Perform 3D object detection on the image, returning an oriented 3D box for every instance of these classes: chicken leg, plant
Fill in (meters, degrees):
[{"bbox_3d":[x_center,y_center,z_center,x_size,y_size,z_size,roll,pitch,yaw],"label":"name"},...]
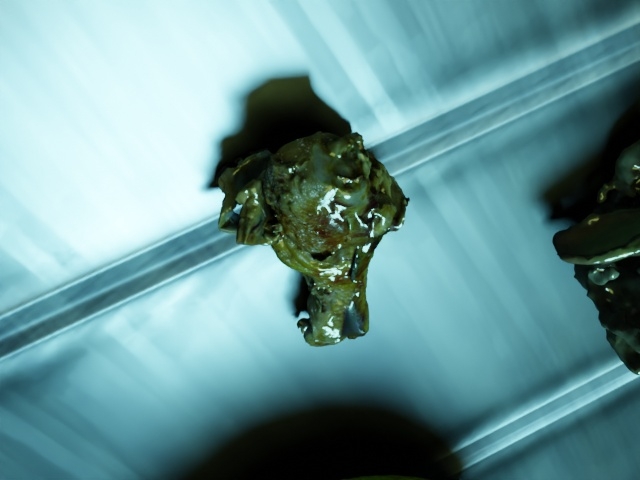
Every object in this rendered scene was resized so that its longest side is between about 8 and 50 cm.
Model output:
[{"bbox_3d":[0.007,-0.004,0.674,0.125,0.080,0.196,-27,139,6],"label":"chicken leg"},{"bbox_3d":[0.310,0.016,0.765,0.234,0.178,0.204,18,114,-41],"label":"plant"}]

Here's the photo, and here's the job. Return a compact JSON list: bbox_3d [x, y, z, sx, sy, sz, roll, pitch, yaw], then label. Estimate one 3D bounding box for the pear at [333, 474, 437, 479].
[{"bbox_3d":[0.064,0.336,0.821,0.375,0.287,0.287,-6,126,-40],"label":"pear"}]
